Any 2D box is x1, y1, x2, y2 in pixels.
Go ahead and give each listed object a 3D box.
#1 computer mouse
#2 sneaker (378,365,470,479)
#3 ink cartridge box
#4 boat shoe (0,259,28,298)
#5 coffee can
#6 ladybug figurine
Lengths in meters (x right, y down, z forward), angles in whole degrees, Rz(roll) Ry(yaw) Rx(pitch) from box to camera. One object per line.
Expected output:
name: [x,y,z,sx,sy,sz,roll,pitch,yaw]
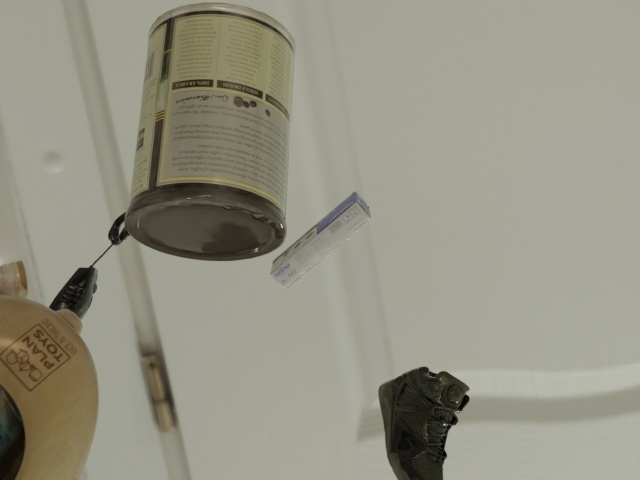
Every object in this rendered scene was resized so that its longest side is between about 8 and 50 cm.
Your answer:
computer mouse: [-0.317,0.042,1.568,0.041,0.071,0.242,27,-118,11]
sneaker: [0.163,0.279,1.598,0.130,0.087,0.227,-37,-142,27]
ink cartridge box: [0.000,0.000,1.972,0.207,0.046,0.097,-40,-170,9]
boat shoe: [-0.416,0.080,1.381,0.059,0.063,0.170,-5,148,-26]
coffee can: [-0.137,-0.136,1.393,0.201,0.275,0.201,2,158,1]
ladybug figurine: [-0.442,0.252,1.245,0.449,0.305,0.162,-43,177,-13]
